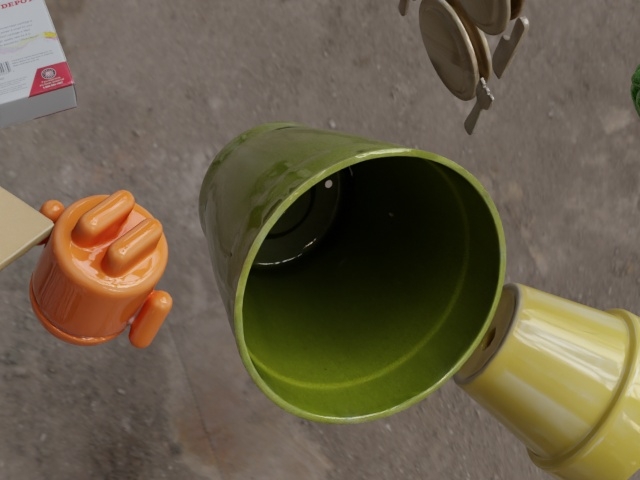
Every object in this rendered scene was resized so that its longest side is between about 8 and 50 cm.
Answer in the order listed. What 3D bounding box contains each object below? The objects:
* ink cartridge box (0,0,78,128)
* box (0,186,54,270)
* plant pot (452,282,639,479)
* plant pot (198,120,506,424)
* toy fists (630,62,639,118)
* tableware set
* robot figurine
[{"bbox_3d":[-0.441,-0.266,1.582,0.127,0.072,0.175,-19,71,-13],"label":"ink cartridge box"},{"bbox_3d":[-0.351,-0.015,0.939,0.164,0.201,0.021,34,120,3],"label":"box"},{"bbox_3d":[0.324,0.184,1.503,0.239,0.254,0.254,29,78,-9],"label":"plant pot"},{"bbox_3d":[0.000,0.000,1.466,0.366,0.366,0.353,-41,32,-4],"label":"plant pot"},{"bbox_3d":[0.420,-0.149,1.192,0.142,0.096,0.279,-31,30,22],"label":"toy fists"},{"bbox_3d":[0.115,-0.170,0.796,0.039,0.194,0.128,-25,77,-11],"label":"tableware set"},{"bbox_3d":[-0.243,0.037,1.186,0.158,0.219,0.128,14,55,-21],"label":"robot figurine"}]
